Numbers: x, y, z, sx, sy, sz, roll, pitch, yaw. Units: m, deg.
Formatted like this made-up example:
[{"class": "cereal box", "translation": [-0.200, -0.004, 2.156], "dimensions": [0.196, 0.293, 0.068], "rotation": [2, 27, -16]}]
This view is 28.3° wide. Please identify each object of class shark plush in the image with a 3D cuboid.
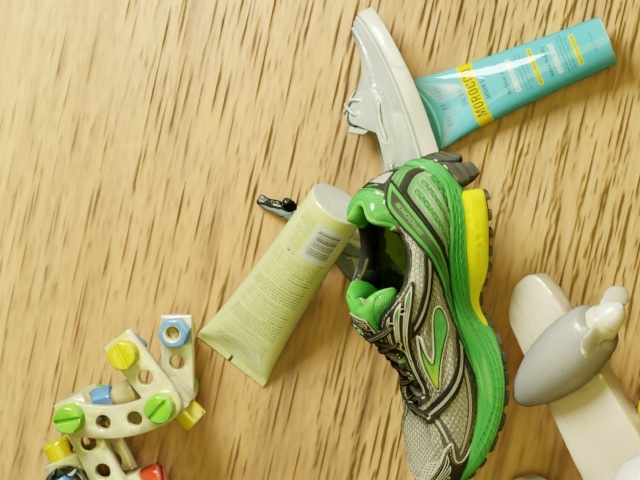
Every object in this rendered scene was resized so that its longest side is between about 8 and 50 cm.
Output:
[{"class": "shark plush", "translation": [0.000, 0.000, 1.352], "dimensions": [0.161, 0.073, 0.067], "rotation": [24, 123, 0]}]

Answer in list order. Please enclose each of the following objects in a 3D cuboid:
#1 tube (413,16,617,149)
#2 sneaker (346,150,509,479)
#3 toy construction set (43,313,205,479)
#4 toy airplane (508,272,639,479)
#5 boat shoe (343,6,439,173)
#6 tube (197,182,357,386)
[{"class": "tube", "translation": [0.205, -0.171, 1.336], "dimensions": [0.207, 0.052, 0.080], "rotation": [-22, 79, 11]}, {"class": "sneaker", "translation": [0.089, 0.090, 1.266], "dimensions": [0.146, 0.134, 0.343], "rotation": [-16, 104, -30]}, {"class": "toy construction set", "translation": [-0.171, 0.258, 1.330], "dimensions": [0.215, 0.151, 0.327], "rotation": [-26, 78, 7]}, {"class": "toy airplane", "translation": [0.317, 0.243, 1.189], "dimensions": [0.386, 0.272, 0.384], "rotation": [14, 91, 29]}, {"class": "boat shoe", "translation": [0.067, -0.129, 1.329], "dimensions": [0.081, 0.079, 0.227], "rotation": [-21, 92, 1]}, {"class": "tube", "translation": [-0.041, 0.046, 1.329], "dimensions": [0.240, 0.062, 0.070], "rotation": [-56, 44, 29]}]
